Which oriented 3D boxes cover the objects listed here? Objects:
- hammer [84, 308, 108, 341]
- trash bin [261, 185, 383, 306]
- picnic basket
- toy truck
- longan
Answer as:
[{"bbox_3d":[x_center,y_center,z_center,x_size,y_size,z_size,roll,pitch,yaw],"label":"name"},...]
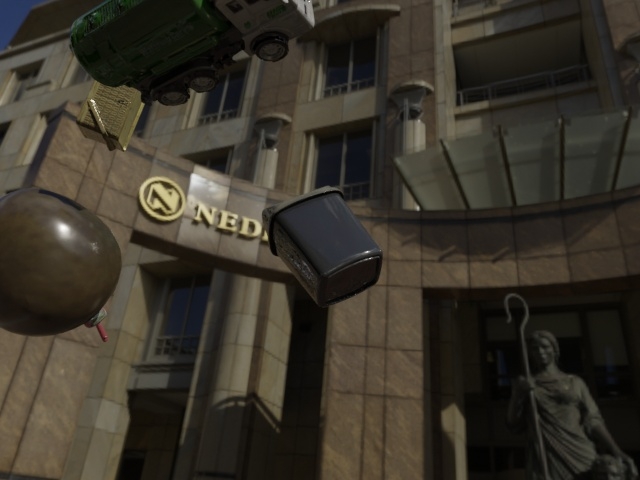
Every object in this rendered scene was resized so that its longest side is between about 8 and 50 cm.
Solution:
[{"bbox_3d":[-0.478,0.186,1.180,0.031,0.052,0.083,10,-55,31],"label":"hammer"},{"bbox_3d":[0.000,0.000,1.308,0.210,0.290,0.182,-21,-39,-22],"label":"trash bin"},{"bbox_3d":[-0.396,-0.262,1.056,0.080,0.164,0.115,20,-10,-10],"label":"picnic basket"},{"bbox_3d":[-0.136,-0.230,0.569,0.243,0.101,0.125,-18,-19,21],"label":"toy truck"},{"bbox_3d":[-0.554,0.041,1.082,0.301,0.300,0.243,7,-22,-2],"label":"longan"}]
